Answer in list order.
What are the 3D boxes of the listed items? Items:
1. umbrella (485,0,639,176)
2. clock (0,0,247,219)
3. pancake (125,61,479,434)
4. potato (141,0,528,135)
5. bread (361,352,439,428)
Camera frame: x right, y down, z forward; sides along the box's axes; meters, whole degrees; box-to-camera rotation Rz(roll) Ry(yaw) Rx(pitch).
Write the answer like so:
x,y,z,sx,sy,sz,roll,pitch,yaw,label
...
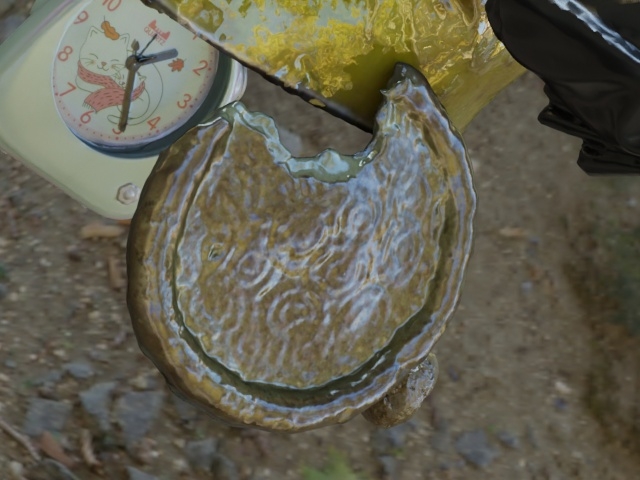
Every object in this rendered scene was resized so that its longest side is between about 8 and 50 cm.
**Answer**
x,y,z,sx,sy,sz,roll,pitch,yaw,label
0.114,-0.055,0.442,0.118,0.340,0.118,-31,143,-27,umbrella
-0.217,-0.201,1.623,0.324,0.108,0.265,-49,127,3,clock
0.000,0.000,1.002,0.288,0.033,0.286,35,80,-38,pancake
0.055,-0.268,1.100,0.397,0.290,0.296,30,112,-29,potato
0.077,0.163,1.590,0.060,0.113,0.082,38,45,-17,bread
